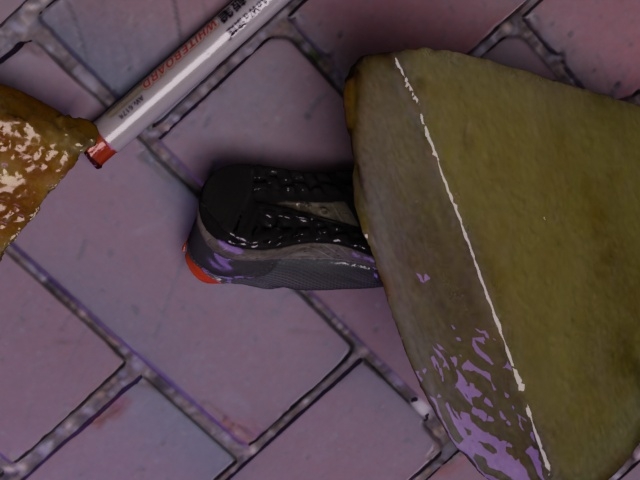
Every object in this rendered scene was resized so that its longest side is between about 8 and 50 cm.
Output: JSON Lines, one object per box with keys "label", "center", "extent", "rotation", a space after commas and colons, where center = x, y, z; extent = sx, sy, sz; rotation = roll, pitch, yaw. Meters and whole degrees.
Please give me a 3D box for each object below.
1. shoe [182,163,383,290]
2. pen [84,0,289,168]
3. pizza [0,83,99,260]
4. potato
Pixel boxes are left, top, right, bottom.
{"label": "shoe", "center": [0.001, 0.000, 1.210], "extent": [0.194, 0.074, 0.077], "rotation": [6, 146, -27]}
{"label": "pen", "center": [-0.063, -0.123, 1.149], "extent": [0.218, 0.026, 0.026], "rotation": [-41, 118, 4]}
{"label": "pizza", "center": [-0.270, -0.010, 1.120], "extent": [0.292, 0.058, 0.197], "rotation": [-15, 118, -8]}
{"label": "potato", "center": [0.110, 0.033, 1.144], "extent": [0.269, 0.112, 0.255], "rotation": [9, 75, -39]}
